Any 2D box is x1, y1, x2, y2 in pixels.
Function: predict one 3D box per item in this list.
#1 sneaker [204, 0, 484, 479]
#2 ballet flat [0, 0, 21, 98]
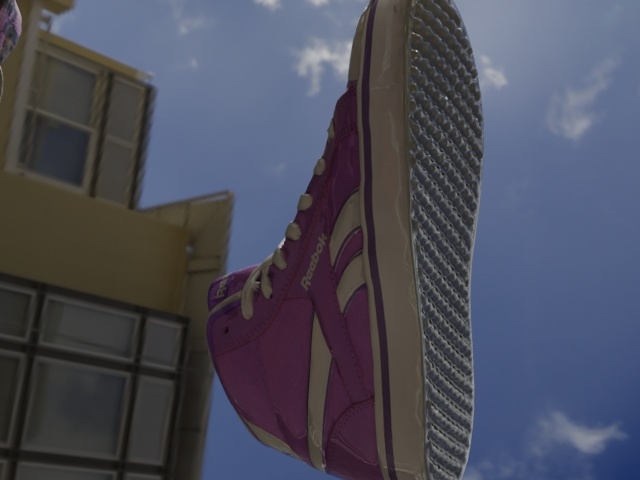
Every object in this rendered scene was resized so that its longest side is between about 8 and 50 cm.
[{"bbox_3d":[-0.001,0.000,0.570,0.161,0.102,0.282,9,-74,30],"label":"sneaker"},{"bbox_3d":[-0.238,-0.073,0.635,0.077,0.079,0.221,6,-121,23],"label":"ballet flat"}]
